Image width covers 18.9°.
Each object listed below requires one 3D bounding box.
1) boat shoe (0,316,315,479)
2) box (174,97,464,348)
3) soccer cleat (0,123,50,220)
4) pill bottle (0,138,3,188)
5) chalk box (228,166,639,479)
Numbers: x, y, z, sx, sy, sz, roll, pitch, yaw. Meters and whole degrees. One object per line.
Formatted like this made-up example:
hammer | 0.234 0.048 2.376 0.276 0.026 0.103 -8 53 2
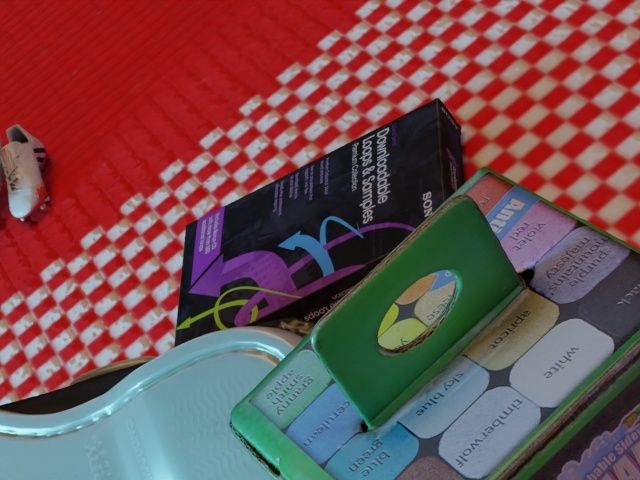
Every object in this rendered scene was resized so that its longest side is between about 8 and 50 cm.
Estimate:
boat shoe | -0.097 0.114 0.880 0.302 0.091 0.114 -16 81 31
box | 0.000 0.000 0.985 0.162 0.029 0.116 -26 33 18
soccer cleat | -0.193 -0.044 1.237 0.029 0.035 0.083 -28 32 16
pill bottle | -0.360 -0.028 1.268 0.283 0.160 0.160 -21 35 27
chalk box | 0.069 0.074 0.634 0.132 0.213 0.132 -42 31 -7
